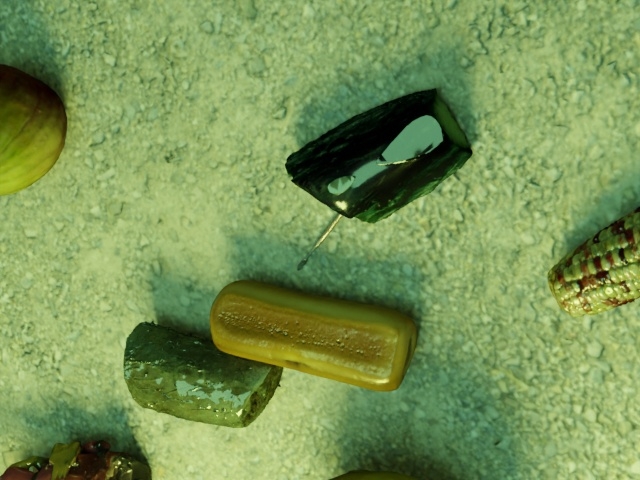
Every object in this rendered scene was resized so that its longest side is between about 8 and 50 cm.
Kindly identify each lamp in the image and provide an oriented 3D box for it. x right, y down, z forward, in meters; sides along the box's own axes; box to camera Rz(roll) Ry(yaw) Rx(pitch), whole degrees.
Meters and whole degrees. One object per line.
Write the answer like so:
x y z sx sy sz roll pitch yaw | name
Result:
-0.342 0.326 1.706 0.253 0.118 0.118 -11 102 26 | lamp

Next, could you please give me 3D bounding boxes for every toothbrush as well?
0.000 0.000 1.495 0.006 0.008 0.097 35 118 -5 | toothbrush

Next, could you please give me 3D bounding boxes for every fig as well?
-0.383 -0.091 1.548 0.160 0.143 0.230 -2 78 20 | fig

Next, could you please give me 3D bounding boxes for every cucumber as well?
0.059 -0.081 1.405 0.193 0.086 0.115 -29 92 23 | cucumber

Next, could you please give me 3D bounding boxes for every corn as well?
0.330 0.005 1.301 0.253 0.086 0.086 -31 93 31 | corn

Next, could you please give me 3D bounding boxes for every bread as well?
-0.008 0.104 1.495 0.239 0.074 0.092 12 91 22 | bread

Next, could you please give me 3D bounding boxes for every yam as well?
-0.141 0.165 1.565 0.183 0.107 0.107 11 111 19 | yam

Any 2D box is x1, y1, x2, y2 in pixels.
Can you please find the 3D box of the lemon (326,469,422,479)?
0.064 0.363 1.466 0.240 0.240 0.219 -21 74 29 | lemon
